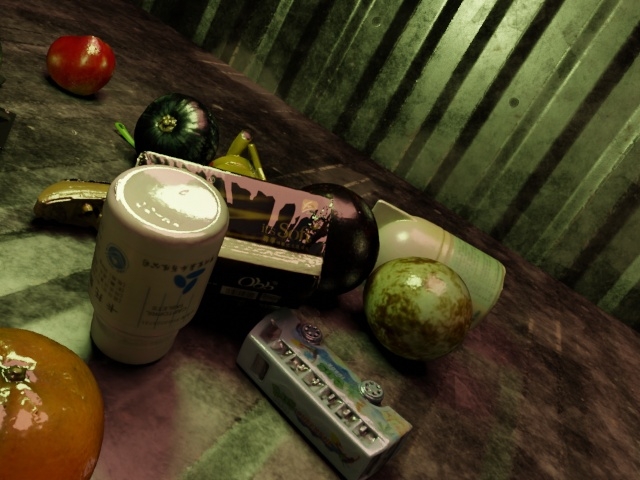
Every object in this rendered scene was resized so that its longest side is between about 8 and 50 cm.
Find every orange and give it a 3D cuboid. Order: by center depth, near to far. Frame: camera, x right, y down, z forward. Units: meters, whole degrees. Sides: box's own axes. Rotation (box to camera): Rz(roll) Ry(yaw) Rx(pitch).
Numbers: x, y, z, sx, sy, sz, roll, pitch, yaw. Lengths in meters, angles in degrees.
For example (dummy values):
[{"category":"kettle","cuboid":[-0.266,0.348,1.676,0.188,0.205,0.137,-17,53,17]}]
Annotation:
[{"category":"orange","cuboid":[-0.343,0.193,0.609,0.240,0.171,0.240,26,20,-10]}]

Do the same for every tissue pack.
[{"category":"tissue pack","cuboid":[-0.174,-0.003,1.073,0.369,0.210,0.198,14,61,-12]}]

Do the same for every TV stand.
[{"category":"TV stand","cuboid":[-0.701,-0.221,1.236,0.049,0.040,0.256,26,20,-31]}]

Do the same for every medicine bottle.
[{"category":"medicine bottle","cuboid":[-0.252,0.045,0.859,0.170,0.293,0.170,17,40,-14]},{"category":"medicine bottle","cuboid":[0.284,0.067,1.632,0.406,0.236,0.236,28,21,-6]}]

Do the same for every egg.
[{"category":"egg","cuboid":[0.219,0.154,1.359,0.238,0.238,0.289,16,3,-33]}]

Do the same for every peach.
[{"category":"peach","cuboid":[-0.716,-0.538,1.732,0.190,0.192,0.190,38,15,-12]}]

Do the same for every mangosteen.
[{"category":"mangosteen","cuboid":[0.000,0.000,1.385,0.288,0.288,0.288,26,21,-11]}]

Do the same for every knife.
[{"category":"knife","cuboid":[-0.530,-0.282,1.629,0.166,0.023,0.078,41,17,21]}]

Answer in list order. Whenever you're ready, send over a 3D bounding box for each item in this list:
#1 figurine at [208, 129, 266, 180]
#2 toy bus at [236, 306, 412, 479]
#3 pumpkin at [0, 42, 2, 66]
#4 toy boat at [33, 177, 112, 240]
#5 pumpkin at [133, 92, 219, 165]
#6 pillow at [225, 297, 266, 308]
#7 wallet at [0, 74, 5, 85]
[{"category":"figurine","cuboid":[-0.222,-0.149,1.511,0.169,0.218,0.327,-3,28,-15]},{"category":"toy bus","cuboid":[-0.006,0.261,1.008,0.329,0.109,0.136,40,33,25]},{"category":"pumpkin","cuboid":[-0.742,-0.328,1.047,0.241,0.323,0.323,38,21,-3]},{"category":"toy boat","cuboid":[-0.412,-0.047,1.177,0.321,0.089,0.121,9,45,-43]},{"category":"pumpkin","cuboid":[-0.384,-0.277,1.538,0.233,0.233,0.163,37,-4,16]},{"category":"pillow","cuboid":[-0.093,0.075,1.224,0.093,0.241,0.051,60,-14,-1]},{"category":"wallet","cuboid":[-0.872,-0.376,1.386,0.146,0.030,0.285,24,23,-24]}]
